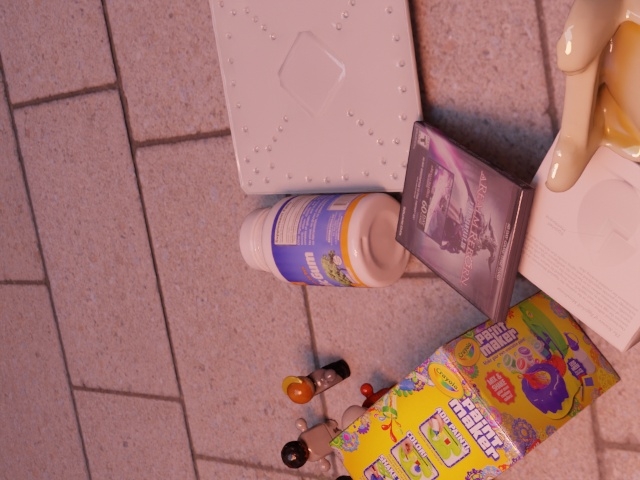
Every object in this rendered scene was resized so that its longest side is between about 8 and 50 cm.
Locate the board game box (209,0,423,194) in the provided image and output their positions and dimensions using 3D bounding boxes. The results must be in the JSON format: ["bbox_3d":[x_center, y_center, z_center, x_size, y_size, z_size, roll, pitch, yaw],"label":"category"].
[{"bbox_3d":[-0.002,-0.272,1.614,0.390,0.050,0.389,1,105,38],"label":"board game box"}]

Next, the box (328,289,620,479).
[{"bbox_3d":[0.219,0.244,1.431,0.177,0.290,0.279,54,131,15],"label":"box"}]

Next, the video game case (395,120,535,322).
[{"bbox_3d":[0.194,-0.034,1.409,0.274,0.026,0.196,-135,47,-54],"label":"video game case"}]

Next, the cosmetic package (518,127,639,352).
[{"bbox_3d":[0.387,-0.019,1.307,0.224,0.138,0.224,41,125,25],"label":"cosmetic package"}]

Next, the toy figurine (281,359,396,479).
[{"bbox_3d":[0.033,0.328,1.716,0.210,0.148,0.213,24,118,34],"label":"toy figurine"}]

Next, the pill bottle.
[{"bbox_3d":[0.000,0.000,1.640,0.272,0.152,0.152,-1,103,41],"label":"pill bottle"}]

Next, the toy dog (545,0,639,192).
[{"bbox_3d":[0.495,-0.160,1.080,0.408,0.395,0.284,22,142,22],"label":"toy dog"}]
